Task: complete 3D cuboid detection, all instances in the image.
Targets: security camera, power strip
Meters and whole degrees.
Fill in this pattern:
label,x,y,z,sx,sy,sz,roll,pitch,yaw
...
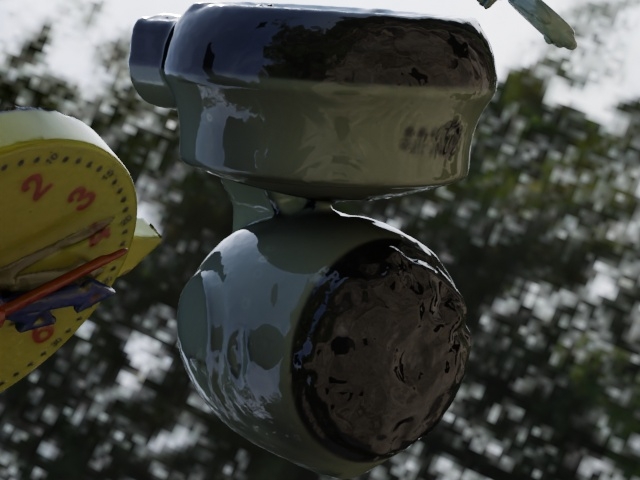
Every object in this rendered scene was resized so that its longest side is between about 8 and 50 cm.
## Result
label,x,y,z,sx,sy,sz,roll,pitch,yaw
security camera,0.000,0.000,1.081,0.197,0.191,0.277,-4,-78,-44
power strip,0.151,-0.164,1.330,0.035,0.083,0.055,-48,-7,7

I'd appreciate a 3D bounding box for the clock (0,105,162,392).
label,x,y,z,sx,sy,sz,roll,pitch,yaw
clock,-0.242,0.036,1.269,0.277,0.071,0.293,-46,-28,6
